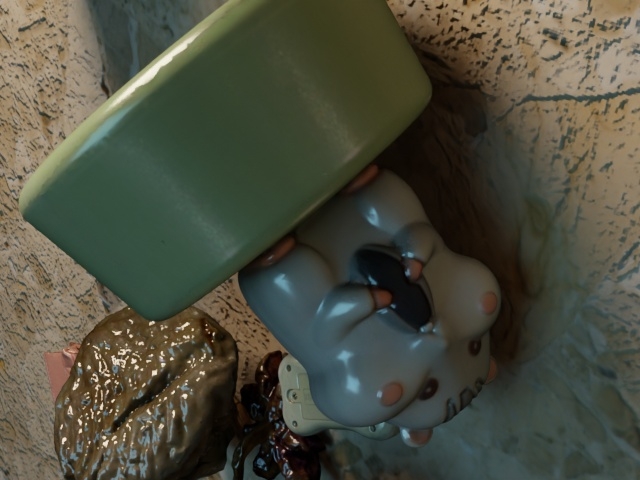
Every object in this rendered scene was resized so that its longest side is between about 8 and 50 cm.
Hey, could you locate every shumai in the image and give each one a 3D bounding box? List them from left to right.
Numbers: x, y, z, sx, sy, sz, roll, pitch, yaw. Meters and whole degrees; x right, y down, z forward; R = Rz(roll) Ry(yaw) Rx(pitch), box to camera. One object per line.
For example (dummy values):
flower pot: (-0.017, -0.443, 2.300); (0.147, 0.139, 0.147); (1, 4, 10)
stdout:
shumai: (-0.134, 0.160, 1.116); (0.206, 0.175, 0.166); (-50, 53, 8)

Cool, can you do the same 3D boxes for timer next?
timer: (0.000, 0.000, 0.833); (0.315, 0.291, 0.291); (50, 142, -4)

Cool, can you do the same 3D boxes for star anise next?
star anise: (-0.043, 0.196, 1.080); (0.097, 0.070, 0.190); (-3, 89, 42)

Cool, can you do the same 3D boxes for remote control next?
remote control: (0.017, 0.128, 0.997); (0.122, 0.032, 0.074); (-3, 93, 41)

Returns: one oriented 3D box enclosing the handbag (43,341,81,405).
handbag: (-0.223, 0.186, 1.323); (0.212, 0.059, 0.157); (-2, 103, 51)
